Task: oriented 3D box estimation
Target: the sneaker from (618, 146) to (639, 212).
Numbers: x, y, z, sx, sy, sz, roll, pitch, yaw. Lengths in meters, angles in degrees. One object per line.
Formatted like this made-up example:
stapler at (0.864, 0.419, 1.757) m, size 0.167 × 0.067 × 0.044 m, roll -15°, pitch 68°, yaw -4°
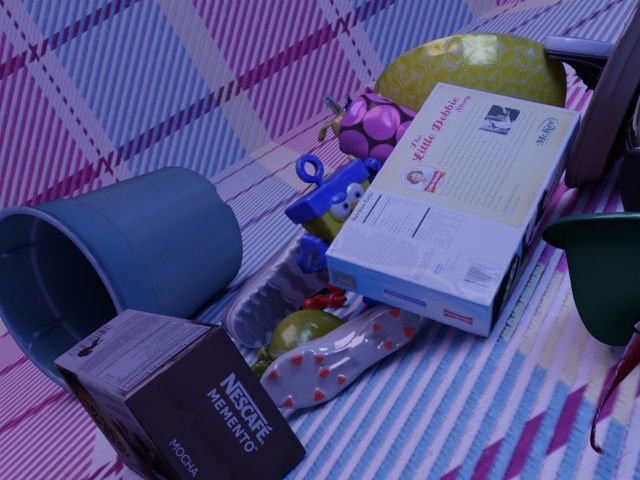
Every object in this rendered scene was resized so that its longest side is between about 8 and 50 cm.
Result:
sneaker at (0.396, -0.069, 0.727) m, size 0.179 × 0.123 × 0.295 m, roll -11°, pitch -4°, yaw -1°

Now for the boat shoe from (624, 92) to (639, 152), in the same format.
boat shoe at (0.443, -0.225, 0.891) m, size 0.324 × 0.117 × 0.097 m, roll -62°, pitch -16°, yaw 10°

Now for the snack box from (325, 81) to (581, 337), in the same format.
snack box at (0.161, -0.053, 0.933) m, size 0.187 × 0.060 × 0.322 m, roll 18°, pitch 53°, yaw 23°

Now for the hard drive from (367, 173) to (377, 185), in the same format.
hard drive at (0.179, -0.139, 1.479) m, size 0.255 × 0.054 × 0.172 m, roll -14°, pitch 22°, yaw 46°

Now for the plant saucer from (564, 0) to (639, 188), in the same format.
plant saucer at (0.374, -0.187, 0.987) m, size 0.041 × 0.277 × 0.278 m, roll 25°, pitch 43°, yaw 20°

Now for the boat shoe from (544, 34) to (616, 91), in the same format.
boat shoe at (0.408, -0.238, 1.143) m, size 0.229 × 0.076 × 0.080 m, roll 4°, pitch 17°, yaw -28°

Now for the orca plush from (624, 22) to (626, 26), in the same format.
orca plush at (0.651, -0.354, 1.299) m, size 0.287 × 0.102 × 0.151 m, roll -33°, pitch 57°, yaw 26°

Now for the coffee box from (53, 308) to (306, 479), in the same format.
coffee box at (-0.166, 0.180, 0.884) m, size 0.119 × 0.168 × 0.297 m, roll -38°, pitch 18°, yaw -26°

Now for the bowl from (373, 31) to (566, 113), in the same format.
bowl at (0.224, -0.159, 1.203) m, size 0.290 × 0.289 × 0.156 m, roll -18°, pitch 62°, yaw 37°

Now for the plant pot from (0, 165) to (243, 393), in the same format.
plant pot at (-0.332, 0.042, 1.400) m, size 0.341 × 0.341 × 0.334 m, roll -17°, pitch 12°, yaw 41°

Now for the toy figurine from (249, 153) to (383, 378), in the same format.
toy figurine at (0.000, 0.000, 1.056) m, size 0.362 × 0.217 × 0.191 m, roll -38°, pitch 17°, yaw -30°

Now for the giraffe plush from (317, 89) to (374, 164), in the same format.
giraffe plush at (0.111, -0.214, 1.665) m, size 0.181 × 0.210 × 0.170 m, roll -58°, pitch 34°, yaw 15°

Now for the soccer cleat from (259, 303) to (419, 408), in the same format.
soccer cleat at (0.023, 0.129, 0.908) m, size 0.196 × 0.068 × 0.076 m, roll -29°, pitch 0°, yaw 0°

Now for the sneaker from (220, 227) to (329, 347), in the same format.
sneaker at (-0.046, 0.044, 1.211) m, size 0.281 × 0.105 × 0.115 m, roll -38°, pitch 17°, yaw -26°

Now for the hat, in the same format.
hat at (0.259, 0.082, 0.670) m, size 0.209 × 0.183 × 0.173 m, roll 11°, pitch -11°, yaw -21°

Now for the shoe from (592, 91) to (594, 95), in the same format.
shoe at (0.523, -0.261, 1.244) m, size 0.219 × 0.058 × 0.076 m, roll -32°, pitch 35°, yaw 7°

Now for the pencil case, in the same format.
pencil case at (0.127, -0.132, 1.105) m, size 0.098 × 0.209 × 0.095 m, roll -60°, pitch -21°, yaw -7°
